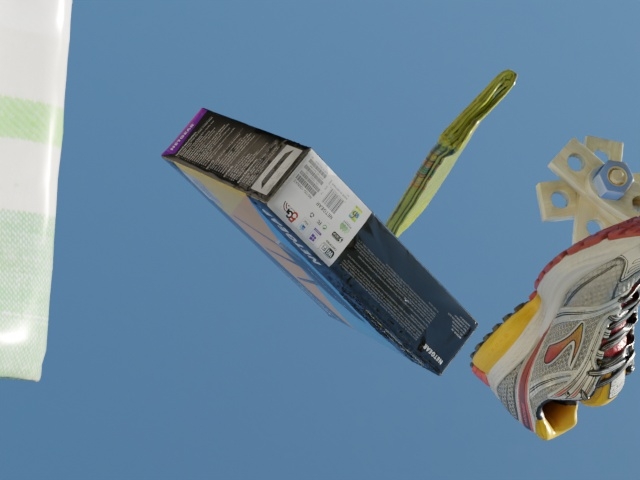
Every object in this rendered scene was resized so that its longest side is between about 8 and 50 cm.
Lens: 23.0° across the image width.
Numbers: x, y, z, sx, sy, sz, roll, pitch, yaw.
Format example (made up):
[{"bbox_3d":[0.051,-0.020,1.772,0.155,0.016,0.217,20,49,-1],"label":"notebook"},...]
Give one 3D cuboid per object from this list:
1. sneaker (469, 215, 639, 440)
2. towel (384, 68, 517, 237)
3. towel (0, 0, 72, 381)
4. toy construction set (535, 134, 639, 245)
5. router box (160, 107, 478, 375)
[{"bbox_3d":[0.194,0.059,1.095,0.088,0.225,0.093,-20,-115,-34],"label":"sneaker"},{"bbox_3d":[0.108,-0.063,1.410,0.021,0.237,0.102,42,-118,7],"label":"towel"},{"bbox_3d":[-0.135,-0.132,0.389,0.038,0.248,0.325,1,-96,32],"label":"towel"},{"bbox_3d":[0.313,-0.041,1.263,0.215,0.327,0.151,-23,-87,-15],"label":"toy construction set"},{"bbox_3d":[0.000,0.000,0.965,0.046,0.179,0.133,-51,-146,-9],"label":"router box"}]
